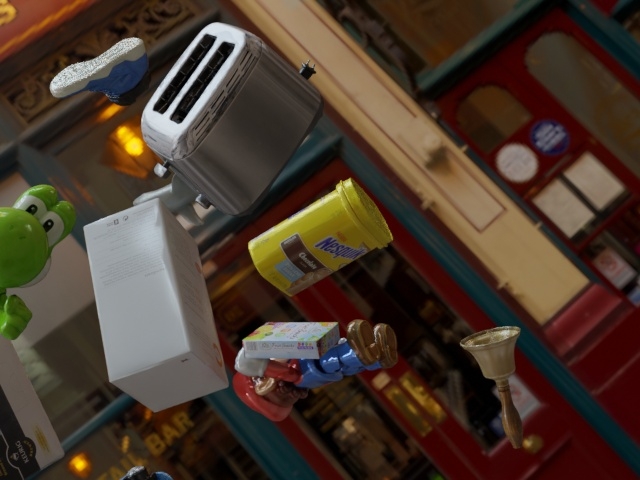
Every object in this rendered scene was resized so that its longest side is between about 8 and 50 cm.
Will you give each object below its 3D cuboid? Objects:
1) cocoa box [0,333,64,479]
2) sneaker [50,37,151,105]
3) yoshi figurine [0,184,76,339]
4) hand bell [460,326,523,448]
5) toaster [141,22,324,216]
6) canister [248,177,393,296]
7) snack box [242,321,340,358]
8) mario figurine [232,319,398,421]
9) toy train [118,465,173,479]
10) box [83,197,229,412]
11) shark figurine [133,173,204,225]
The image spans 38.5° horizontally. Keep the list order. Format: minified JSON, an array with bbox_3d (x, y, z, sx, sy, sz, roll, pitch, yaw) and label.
[{"bbox_3d":[-0.696,0.315,1.738,0.231,0.347,0.228,-13,13,47],"label":"cocoa box"},{"bbox_3d":[-0.302,-0.215,1.287,0.152,0.058,0.084,-40,-43,-31],"label":"sneaker"},{"bbox_3d":[-0.493,0.070,1.274,0.362,0.203,0.203,-48,-47,6],"label":"yoshi figurine"},{"bbox_3d":[0.378,0.310,1.882,0.126,0.242,0.126,-15,4,1],"label":"hand bell"},{"bbox_3d":[-0.101,-0.151,1.078,0.227,0.129,0.146,-54,-45,-3],"label":"toaster"},{"bbox_3d":[0.000,0.000,1.265,0.170,0.073,0.126,-31,-31,11],"label":"canister"},{"bbox_3d":[-0.050,0.171,1.579,0.141,0.037,0.100,-2,14,23],"label":"snack box"},{"bbox_3d":[-0.031,0.205,1.670,0.320,0.198,0.170,-23,32,27],"label":"mario figurine"},{"bbox_3d":[-0.231,0.396,1.232,0.105,0.184,0.080,-24,1,21],"label":"toy train"},{"bbox_3d":[-0.324,0.130,1.812,0.168,0.345,0.215,-20,-30,5],"label":"box"},{"bbox_3d":[-0.284,-0.153,2.007,0.278,0.166,0.116,-51,-26,-4],"label":"shark figurine"}]
